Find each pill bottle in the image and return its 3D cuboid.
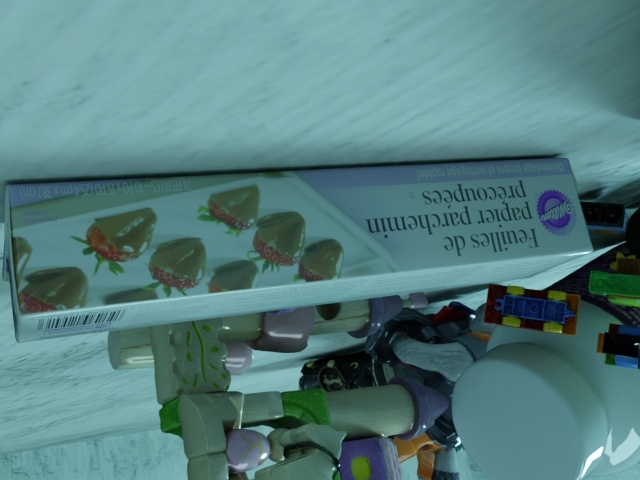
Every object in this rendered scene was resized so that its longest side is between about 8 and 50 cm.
[{"bbox_3d":[0.261,0.113,0.712,0.302,0.169,0.169,-20,174,-41],"label":"pill bottle"}]

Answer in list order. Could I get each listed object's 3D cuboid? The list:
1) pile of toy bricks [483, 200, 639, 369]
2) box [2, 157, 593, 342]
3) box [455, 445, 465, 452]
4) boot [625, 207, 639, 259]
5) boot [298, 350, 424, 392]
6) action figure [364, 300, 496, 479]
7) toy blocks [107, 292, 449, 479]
[{"bbox_3d":[0.245,0.040,0.587,0.212,0.118,0.105,7,173,27],"label":"pile of toy bricks"},{"bbox_3d":[0.000,0.000,0.418,0.324,0.063,0.067,-5,166,-23],"label":"box"},{"bbox_3d":[0.316,0.272,1.338,0.322,0.058,0.232,-17,-177,-17],"label":"box"},{"bbox_3d":[0.437,-0.028,0.599,0.281,0.096,0.264,-6,164,-26],"label":"boot"},{"bbox_3d":[0.093,0.226,1.234,0.284,0.138,0.377,-19,171,26],"label":"boot"},{"bbox_3d":[0.186,0.219,0.962,0.341,0.330,0.178,16,-166,-40],"label":"action figure"},{"bbox_3d":[0.014,0.152,0.581,0.260,0.288,0.309,2,158,-31],"label":"toy blocks"}]
